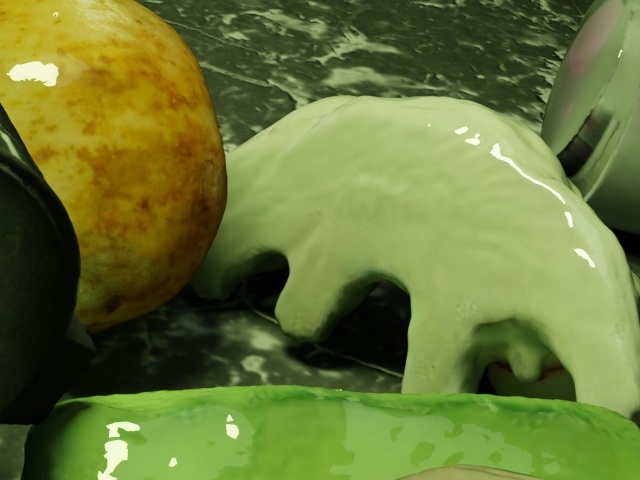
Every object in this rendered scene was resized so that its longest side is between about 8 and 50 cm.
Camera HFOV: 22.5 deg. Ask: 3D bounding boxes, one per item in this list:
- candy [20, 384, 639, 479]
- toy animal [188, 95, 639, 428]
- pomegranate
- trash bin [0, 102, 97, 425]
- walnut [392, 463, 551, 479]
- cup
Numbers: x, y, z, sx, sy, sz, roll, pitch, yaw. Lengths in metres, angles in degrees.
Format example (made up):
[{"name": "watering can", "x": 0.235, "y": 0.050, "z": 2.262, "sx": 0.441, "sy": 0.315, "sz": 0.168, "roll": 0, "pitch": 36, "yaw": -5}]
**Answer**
[{"name": "candy", "x": 0.018, "y": 0.151, "z": 0.840, "sx": 0.343, "sy": 0.142, "sz": 0.132, "roll": 5, "pitch": -15, "yaw": -18}, {"name": "toy animal", "x": 0.080, "y": 0.021, "z": 1.087, "sx": 0.307, "sy": 0.266, "sz": 0.188, "roll": -18, "pitch": -8, "yaw": 32}, {"name": "pomegranate", "x": -0.177, "y": -0.051, "z": 0.999, "sx": 0.248, "sy": 0.248, "sz": 0.248, "roll": 12, "pitch": 28, "yaw": -7}, {"name": "trash bin", "x": -0.258, "y": -0.051, "z": 0.779, "sx": 0.252, "sy": 0.203, "sz": 0.301, "roll": 24, "pitch": 22, "yaw": -44}, {"name": "walnut", "x": 0.075, "y": 0.202, "z": 0.673, "sx": 0.224, "sy": 0.224, "sz": 0.224, "roll": 12, "pitch": 28, "yaw": -7}, {"name": "cup", "x": 0.389, "y": -0.102, "z": 1.349, "sx": 0.371, "sy": 0.253, "sz": 0.253, "roll": 15, "pitch": 28, "yaw": -5}]
